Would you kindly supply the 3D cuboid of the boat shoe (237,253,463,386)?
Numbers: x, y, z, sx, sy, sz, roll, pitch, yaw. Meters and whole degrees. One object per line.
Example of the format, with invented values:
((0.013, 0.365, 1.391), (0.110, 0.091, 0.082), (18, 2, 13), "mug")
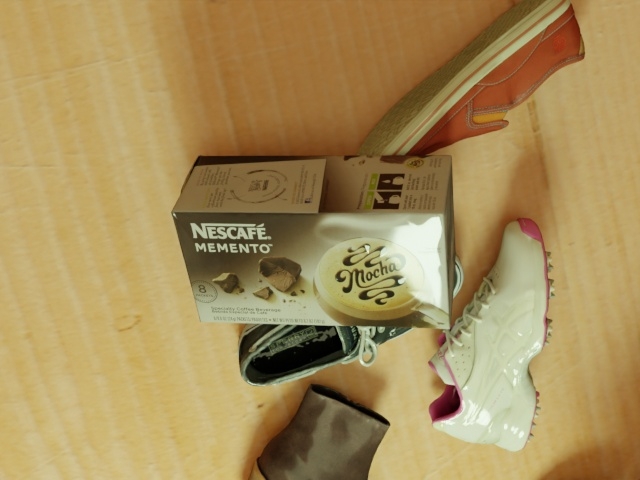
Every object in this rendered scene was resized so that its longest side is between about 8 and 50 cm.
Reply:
((0.038, 0.096, 1.161), (0.306, 0.105, 0.113), (-19, 104, 1), "boat shoe")

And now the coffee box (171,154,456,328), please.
((0.000, 0.000, 1.067), (0.297, 0.119, 0.168), (1, 128, 12), "coffee box")

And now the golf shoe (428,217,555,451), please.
((0.211, 0.121, 1.177), (0.140, 0.115, 0.306), (4, 103, -1), "golf shoe")

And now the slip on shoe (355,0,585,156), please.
((0.174, -0.159, 1.104), (0.331, 0.123, 0.101), (-39, 107, 1), "slip on shoe")

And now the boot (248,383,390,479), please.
((0.038, 0.325, 1.225), (0.248, 0.090, 0.207), (31, 102, -7), "boot")
